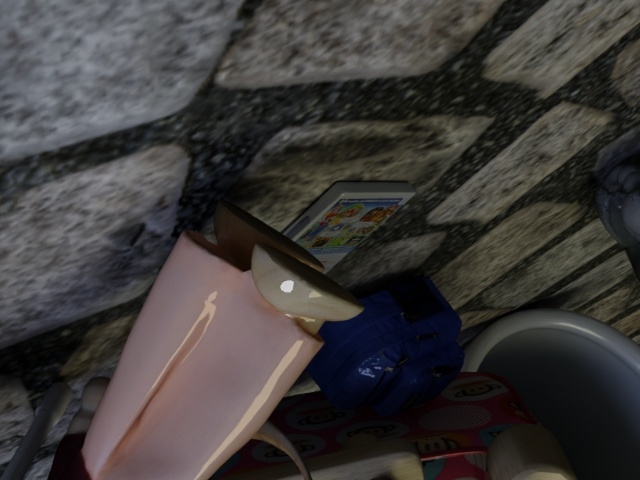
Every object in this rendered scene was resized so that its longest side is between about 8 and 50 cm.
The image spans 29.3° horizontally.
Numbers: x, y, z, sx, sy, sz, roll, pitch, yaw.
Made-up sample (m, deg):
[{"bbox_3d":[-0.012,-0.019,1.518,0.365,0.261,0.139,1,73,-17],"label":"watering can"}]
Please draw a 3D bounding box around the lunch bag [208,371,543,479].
[{"bbox_3d":[0.039,0.194,1.065,0.293,0.120,0.258,-8,-166,-5],"label":"lunch bag"}]

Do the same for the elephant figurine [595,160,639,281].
[{"bbox_3d":[0.376,-0.056,1.070,0.239,0.169,0.186,-44,-168,-9],"label":"elephant figurine"}]

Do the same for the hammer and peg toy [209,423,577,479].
[{"bbox_3d":[0.022,0.275,0.880,0.361,0.265,0.127,-12,-161,-3],"label":"hammer and peg toy"}]

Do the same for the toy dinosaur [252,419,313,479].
[{"bbox_3d":[-0.076,0.120,0.851,0.212,0.112,0.064,-4,-173,36],"label":"toy dinosaur"}]

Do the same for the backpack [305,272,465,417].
[{"bbox_3d":[0.052,0.091,1.016,0.120,0.101,0.098,-10,142,-41],"label":"backpack"}]

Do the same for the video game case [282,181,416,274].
[{"bbox_3d":[0.000,0.000,0.843,0.122,0.011,0.087,-42,157,31],"label":"video game case"}]

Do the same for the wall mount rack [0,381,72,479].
[{"bbox_3d":[-0.299,0.193,0.728,0.350,0.130,0.304,-38,156,22],"label":"wall mount rack"}]

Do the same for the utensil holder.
[{"bbox_3d":[0.211,0.308,1.471,0.328,0.327,0.385,-17,160,-35],"label":"utensil holder"}]

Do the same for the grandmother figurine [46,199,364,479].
[{"bbox_3d":[-0.117,0.143,0.711,0.342,0.104,0.208,-56,-158,5],"label":"grandmother figurine"}]
